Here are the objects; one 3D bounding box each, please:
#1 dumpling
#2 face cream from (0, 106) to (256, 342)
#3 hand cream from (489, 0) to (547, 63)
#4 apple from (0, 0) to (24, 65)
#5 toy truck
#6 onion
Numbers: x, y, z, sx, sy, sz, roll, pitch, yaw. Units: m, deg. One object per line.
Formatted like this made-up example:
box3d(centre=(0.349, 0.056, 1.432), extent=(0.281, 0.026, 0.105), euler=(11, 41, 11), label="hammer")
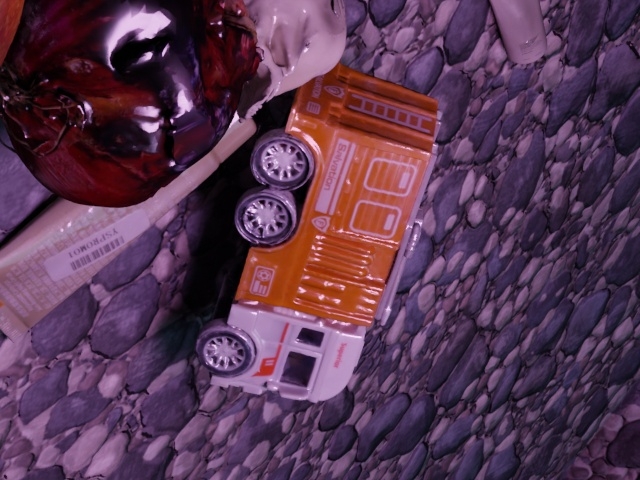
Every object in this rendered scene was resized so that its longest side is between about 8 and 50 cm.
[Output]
box3d(centre=(-0.047, -0.218, 1.879), extent=(0.172, 0.142, 0.247), euler=(121, -19, -56), label="dumpling")
box3d(centre=(-0.217, -0.035, 1.930), extent=(0.341, 0.084, 0.137), euler=(-42, 148, -7), label="face cream")
box3d(centre=(0.252, -0.294, 2.373), extent=(0.087, 0.054, 0.186), euler=(-40, 143, -15), label="hand cream")
box3d(centre=(-0.383, -0.219, 1.259), extent=(0.374, 0.374, 0.384), euler=(-45, -171, -15), label="apple")
box3d(centre=(0.000, 0.000, 2.086), extent=(0.173, 0.207, 0.387), euler=(-78, -175, -58), label="toy truck")
box3d(centre=(-0.189, -0.167, 1.667), extent=(0.281, 0.221, 0.281), euler=(-24, 141, -21), label="onion")
